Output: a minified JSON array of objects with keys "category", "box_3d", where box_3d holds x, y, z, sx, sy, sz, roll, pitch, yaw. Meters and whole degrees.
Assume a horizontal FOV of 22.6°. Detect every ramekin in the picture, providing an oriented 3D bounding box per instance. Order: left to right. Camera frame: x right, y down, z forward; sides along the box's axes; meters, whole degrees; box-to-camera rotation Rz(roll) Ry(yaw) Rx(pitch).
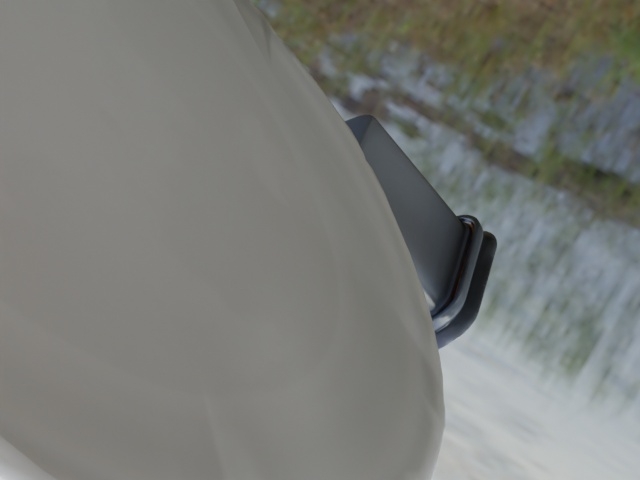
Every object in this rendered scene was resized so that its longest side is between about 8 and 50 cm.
[{"category":"ramekin","box_3d":[-0.104,-0.002,0.421,0.273,0.127,0.273,39,-153,-24]}]

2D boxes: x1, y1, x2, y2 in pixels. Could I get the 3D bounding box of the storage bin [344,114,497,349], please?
[{"category":"storage bin","box_3d":[0.000,0.000,0.742,0.135,0.098,0.091,-18,121,31]}]
